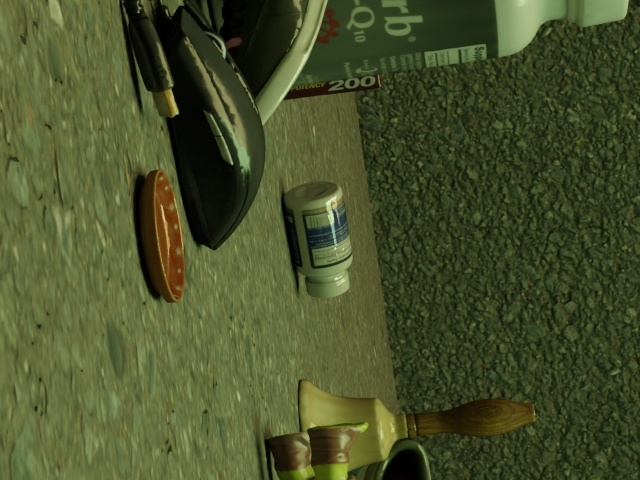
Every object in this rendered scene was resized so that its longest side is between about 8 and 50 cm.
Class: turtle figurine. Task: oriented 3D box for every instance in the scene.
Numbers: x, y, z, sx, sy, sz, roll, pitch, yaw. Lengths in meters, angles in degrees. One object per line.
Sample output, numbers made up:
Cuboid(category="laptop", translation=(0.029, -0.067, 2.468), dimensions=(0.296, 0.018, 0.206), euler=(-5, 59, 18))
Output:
Cuboid(category="turtle figurine", translation=(0.006, 0.270, 1.385), dimensions=(0.269, 0.087, 0.217), euler=(145, -64, -71))

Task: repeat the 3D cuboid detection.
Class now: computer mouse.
Cuboid(category="computer mouse", translation=(-0.079, -0.102, 1.118), dimensions=(0.184, 0.060, 0.262), euler=(-87, 168, -68))

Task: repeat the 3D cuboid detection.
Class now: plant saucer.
Cuboid(category="plant saucer", translation=(-0.099, -0.002, 1.008), dimensions=(0.083, 0.013, 0.083), euler=(-8, 90, -84))

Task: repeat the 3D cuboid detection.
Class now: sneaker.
Cuboid(category="sneaker", translation=(0.072, 0.330, 1.721), dimensions=(0.108, 0.100, 0.271), euler=(113, -15, -48))
Cuboid(category="sneaker", translation=(-0.067, -0.218, 1.307), dimensions=(0.104, 0.147, 0.295), euler=(-8, -122, 66))

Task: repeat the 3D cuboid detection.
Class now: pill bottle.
Cuboid(category="pill bottle", translation=(0.085, -0.262, 1.482), dimensions=(0.210, 0.363, 0.210), euler=(-8, 90, -85))
Cuboid(category="pill bottle", translation=(0.000, 0.000, 1.807), dimensions=(0.067, 0.067, 0.120), euler=(-85, 167, -68))

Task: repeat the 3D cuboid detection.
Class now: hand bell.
Cuboid(category="hand bell", translation=(0.106, 0.195, 1.711), dimensions=(0.126, 0.242, 0.126), euler=(-7, 90, -84))

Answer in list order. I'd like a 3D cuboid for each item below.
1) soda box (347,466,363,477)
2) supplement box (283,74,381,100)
Cuboid(category="soda box", translation=(0.047, 0.317, 1.857), dimensions=(0.071, 0.067, 0.210), euler=(76, 8, -52))
Cuboid(category="supplement box", translation=(0.005, -0.229, 1.849), dimensions=(0.239, 0.130, 0.073), euler=(-81, 163, -70))
